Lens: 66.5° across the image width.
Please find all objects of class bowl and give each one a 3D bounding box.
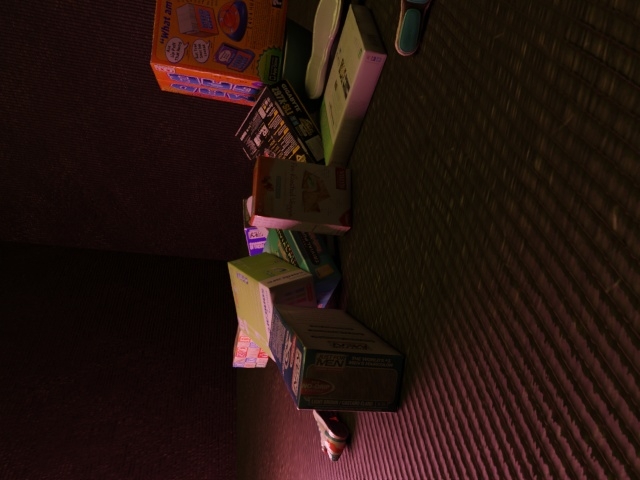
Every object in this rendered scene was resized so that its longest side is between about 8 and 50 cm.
[{"bbox_3d":[-0.061,-0.527,1.548,0.311,0.163,0.312,-174,90,-75],"label":"bowl"}]

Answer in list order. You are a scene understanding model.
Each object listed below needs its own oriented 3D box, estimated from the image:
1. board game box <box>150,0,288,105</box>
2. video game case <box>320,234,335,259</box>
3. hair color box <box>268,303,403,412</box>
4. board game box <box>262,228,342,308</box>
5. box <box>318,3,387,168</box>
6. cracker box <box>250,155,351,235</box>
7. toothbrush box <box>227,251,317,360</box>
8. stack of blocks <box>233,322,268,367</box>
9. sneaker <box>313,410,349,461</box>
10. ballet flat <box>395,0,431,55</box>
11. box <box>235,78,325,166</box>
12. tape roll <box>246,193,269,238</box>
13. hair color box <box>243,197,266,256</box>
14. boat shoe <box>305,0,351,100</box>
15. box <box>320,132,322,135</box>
[{"bbox_3d":[-0.306,-0.646,1.507,0.356,0.356,0.357,-158,75,-76],"label":"board game box"},{"bbox_3d":[0.000,0.000,1.377,0.193,0.023,0.213,116,155,-54],"label":"video game case"},{"bbox_3d":[0.009,0.212,0.942,0.347,0.173,0.105,-164,81,-76],"label":"hair color box"},{"bbox_3d":[-0.074,0.091,1.346,0.254,0.079,0.336,63,151,27],"label":"board game box"},{"bbox_3d":[0.067,-0.371,1.201,0.322,0.058,0.232,112,159,-45],"label":"box"},{"bbox_3d":[-0.044,-0.104,1.161,0.067,0.232,0.156,131,143,-64],"label":"cracker box"},{"bbox_3d":[-0.122,0.164,1.247,0.283,0.122,0.206,20,121,60],"label":"toothbrush box"},{"bbox_3d":[-0.229,0.375,1.832,0.297,0.171,0.087,111,160,-48],"label":"stack of blocks"},{"bbox_3d":[0.014,0.422,1.074,0.161,0.057,0.075,-161,83,-73],"label":"sneaker"},{"bbox_3d":[0.161,-0.409,0.842,0.052,0.057,0.168,-88,11,-57],"label":"ballet flat"},{"bbox_3d":[-0.120,-0.287,1.466,0.257,0.079,0.322,56,151,-2],"label":"box"},{"bbox_3d":[-0.136,-0.073,1.569,0.072,0.219,0.219,-43,-5,-27],"label":"tape roll"},{"bbox_3d":[-0.233,0.013,1.953,0.185,0.110,0.339,-102,5,-46],"label":"hair color box"},{"bbox_3d":[0.034,-0.529,1.314,0.114,0.091,0.303,54,139,40],"label":"boat shoe"},{"bbox_3d":[-0.025,-0.255,1.542,0.109,0.042,0.178,-101,21,-48],"label":"box"}]
